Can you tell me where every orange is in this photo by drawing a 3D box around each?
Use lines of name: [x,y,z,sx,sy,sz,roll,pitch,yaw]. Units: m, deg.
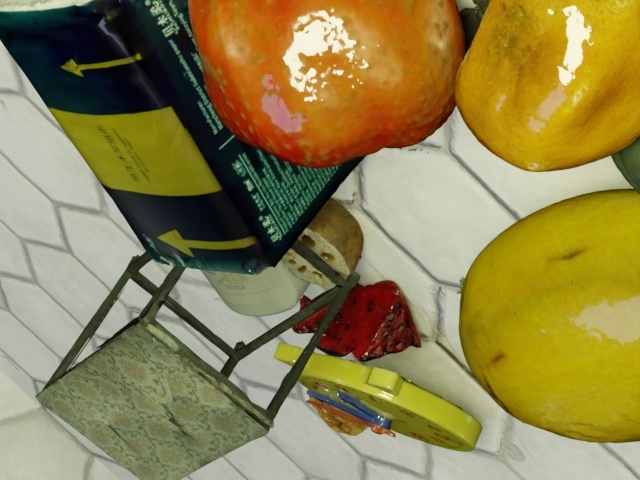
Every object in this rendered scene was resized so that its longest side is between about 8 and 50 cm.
orange: [0.229,-0.169,1.413,0.183,0.249,0.249,22,152,1]

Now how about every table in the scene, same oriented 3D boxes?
table: [-0.165,0.127,2.103,0.222,0.272,0.335,41,144,-12]

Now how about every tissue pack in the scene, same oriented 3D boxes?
tissue pack: [-0.156,-0.190,1.831,0.253,0.264,0.416,4,138,43]

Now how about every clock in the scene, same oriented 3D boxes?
clock: [0.090,0.242,2.271,0.293,0.071,0.277,32,165,-38]

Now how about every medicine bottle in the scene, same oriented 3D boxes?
medicine bottle: [-0.137,-0.030,2.223,0.161,0.111,0.296,-3,133,42]

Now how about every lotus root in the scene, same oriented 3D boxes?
lotus root: [0.002,0.000,2.118,0.112,0.081,0.122,2,134,49]

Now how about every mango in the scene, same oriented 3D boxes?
mango: [0.327,0.082,1.665,0.301,0.220,0.445,42,150,-18]

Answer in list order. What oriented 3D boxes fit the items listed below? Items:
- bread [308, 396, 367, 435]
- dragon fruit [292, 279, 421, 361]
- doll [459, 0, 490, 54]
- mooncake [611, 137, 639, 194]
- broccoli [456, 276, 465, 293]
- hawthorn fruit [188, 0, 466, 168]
bread: [0.032,0.267,2.531,0.083,0.044,0.111,0,135,47]
dragon fruit: [0.044,0.130,2.211,0.192,0.122,0.092,-2,149,38]
doll: [0.196,-0.182,1.618,0.139,0.057,0.165,24,144,36]
mooncake: [0.354,-0.100,1.468,0.175,0.168,0.104,-35,97,29]
broccoli: [0.228,0.071,1.961,0.095,0.097,0.092,62,-163,3]
hawthorn fruit: [-0.001,-0.218,1.597,0.275,0.275,0.300,-15,103,59]
